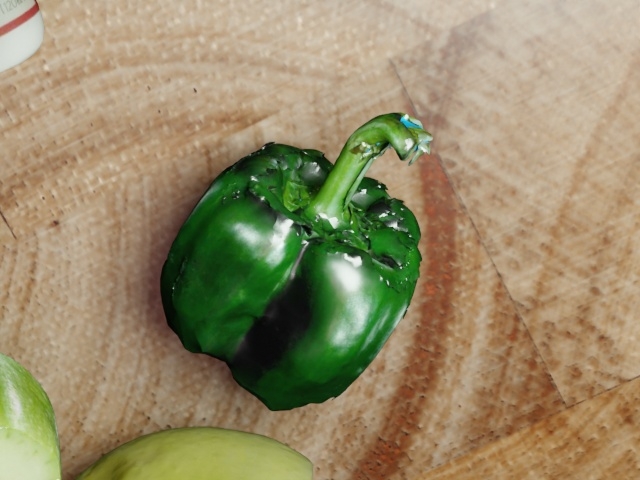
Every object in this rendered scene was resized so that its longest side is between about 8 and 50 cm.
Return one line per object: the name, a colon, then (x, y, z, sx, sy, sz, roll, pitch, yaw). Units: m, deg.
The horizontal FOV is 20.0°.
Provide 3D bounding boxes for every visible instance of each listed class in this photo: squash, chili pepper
squash: (-0.270, 0.175, 1.393, 0.170, 0.123, 0.170, -10, 113, -26)
chili pepper: (0.000, 0.000, 1.369, 0.174, 0.165, 0.261, 38, 111, 7)

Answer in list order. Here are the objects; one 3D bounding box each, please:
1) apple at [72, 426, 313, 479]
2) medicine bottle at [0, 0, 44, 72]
apple: (-0.094, 0.296, 1.431, 0.292, 0.254, 0.292, 2, 110, 5)
medicine bottle: (-0.300, -0.233, 1.306, 0.131, 0.131, 0.250, -18, 109, 8)
